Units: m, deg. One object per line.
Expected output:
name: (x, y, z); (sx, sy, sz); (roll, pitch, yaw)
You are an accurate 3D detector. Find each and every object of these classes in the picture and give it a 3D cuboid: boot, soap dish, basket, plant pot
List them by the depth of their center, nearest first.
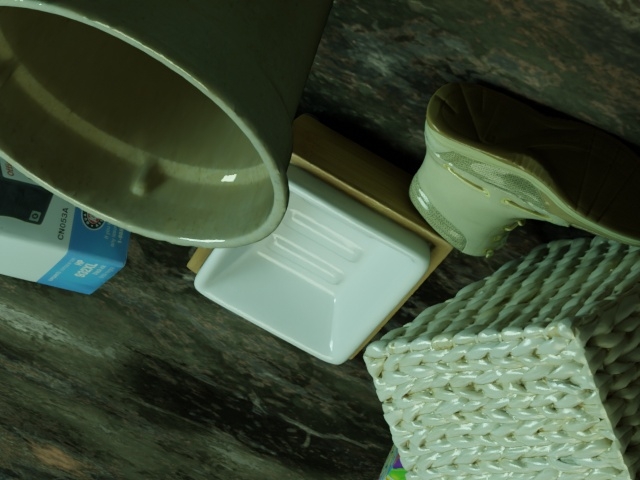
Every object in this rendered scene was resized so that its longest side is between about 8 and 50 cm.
plant pot: (-0.123, -0.212, 1.541); (0.333, 0.305, 0.334); (20, 153, 11)
basket: (0.281, 0.156, 1.767); (0.328, 0.331, 0.266); (-11, 102, 50)
boot: (0.215, -0.040, 1.790); (0.262, 0.095, 0.203); (25, 154, 7)
soap dish: (0.000, 0.000, 1.990); (0.229, 0.118, 0.291); (29, 144, -6)

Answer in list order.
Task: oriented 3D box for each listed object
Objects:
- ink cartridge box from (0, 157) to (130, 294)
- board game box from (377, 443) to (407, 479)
ink cartridge box: (-0.367, -0.091, 1.986); (0.307, 0.223, 0.129); (15, 158, -22)
board game box: (0.174, 0.297, 2.395); (0.144, 0.142, 0.275); (25, 154, 3)
